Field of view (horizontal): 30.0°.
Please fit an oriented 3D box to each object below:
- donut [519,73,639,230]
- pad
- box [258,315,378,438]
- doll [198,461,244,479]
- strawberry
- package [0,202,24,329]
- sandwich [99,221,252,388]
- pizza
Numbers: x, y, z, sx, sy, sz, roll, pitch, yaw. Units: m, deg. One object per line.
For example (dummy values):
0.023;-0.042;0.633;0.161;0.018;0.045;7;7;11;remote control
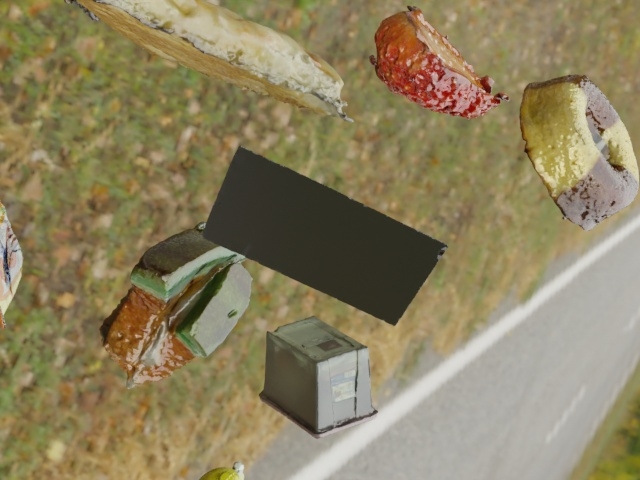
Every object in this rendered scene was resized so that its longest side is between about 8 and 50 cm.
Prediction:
0.297;-0.104;1.351;0.184;0.073;0.166;58;37;-14;donut
0.000;0.000;1.284;0.164;0.243;0.004;119;-5;-49;pad
-0.004;0.102;0.912;0.060;0.084;0.063;-16;114;-31;box
-0.135;0.344;1.567;0.106;0.062;0.162;-46;168;-20;doll
0.123;-0.169;1.269;0.082;0.121;0.188;-41;143;17;strawberry
-0.352;0.019;1.296;0.121;0.031;0.108;-96;178;-52;package
-0.229;0.126;1.920;0.301;0.162;0.250;-54;163;23;sandwich
-0.202;-0.281;1.445;0.392;0.434;0.080;23;90;-53;pizza
